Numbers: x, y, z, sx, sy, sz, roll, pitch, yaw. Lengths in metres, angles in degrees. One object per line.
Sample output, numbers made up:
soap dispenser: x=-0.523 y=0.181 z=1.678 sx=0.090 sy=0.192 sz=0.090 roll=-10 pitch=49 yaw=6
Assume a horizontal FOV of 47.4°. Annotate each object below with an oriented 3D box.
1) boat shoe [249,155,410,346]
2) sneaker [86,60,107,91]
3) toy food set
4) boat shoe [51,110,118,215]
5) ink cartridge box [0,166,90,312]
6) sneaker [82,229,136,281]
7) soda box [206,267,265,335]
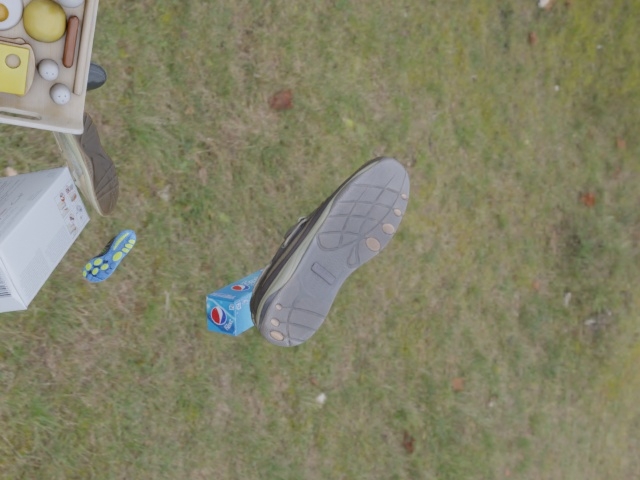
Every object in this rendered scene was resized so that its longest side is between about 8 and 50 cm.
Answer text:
boat shoe: x=0.000 y=0.000 z=1.175 sx=0.355 sy=0.130 sz=0.132 roll=-50 pitch=125 yaw=-10
sneaker: x=-0.654 y=-0.381 z=1.827 sx=0.267 sy=0.106 sz=0.101 roll=-19 pitch=146 yaw=-36
toy food set: x=-0.491 y=-0.344 z=1.225 sx=0.219 sy=0.092 sz=0.306 roll=6 pitch=110 yaw=-26
boat shoe: x=-0.616 y=-0.200 z=1.899 sx=0.109 sy=0.098 sz=0.302 roll=-60 pitch=148 yaw=-45
ink cartridge box: x=-0.627 y=0.002 z=1.364 sx=0.309 sy=0.271 sz=0.130 roll=-79 pitch=158 yaw=-57
sneaker: x=-0.571 y=0.043 z=1.995 sx=0.188 sy=0.078 sz=0.067 roll=-45 pitch=100 yaw=4
soda box: x=-0.136 y=0.116 z=1.429 sx=0.210 sy=0.067 sz=0.071 roll=-25 pitch=118 yaw=-59
